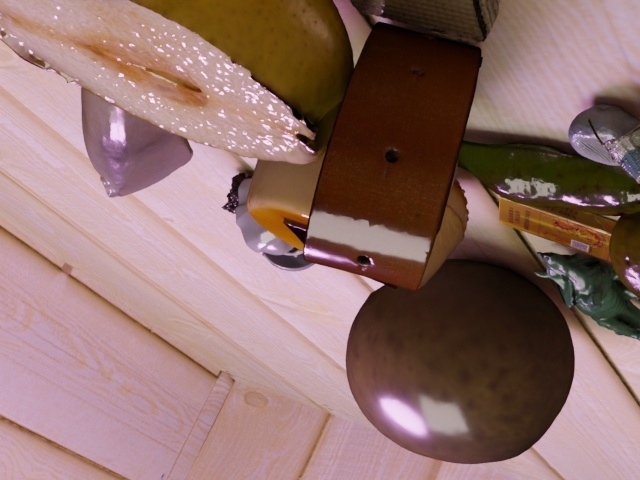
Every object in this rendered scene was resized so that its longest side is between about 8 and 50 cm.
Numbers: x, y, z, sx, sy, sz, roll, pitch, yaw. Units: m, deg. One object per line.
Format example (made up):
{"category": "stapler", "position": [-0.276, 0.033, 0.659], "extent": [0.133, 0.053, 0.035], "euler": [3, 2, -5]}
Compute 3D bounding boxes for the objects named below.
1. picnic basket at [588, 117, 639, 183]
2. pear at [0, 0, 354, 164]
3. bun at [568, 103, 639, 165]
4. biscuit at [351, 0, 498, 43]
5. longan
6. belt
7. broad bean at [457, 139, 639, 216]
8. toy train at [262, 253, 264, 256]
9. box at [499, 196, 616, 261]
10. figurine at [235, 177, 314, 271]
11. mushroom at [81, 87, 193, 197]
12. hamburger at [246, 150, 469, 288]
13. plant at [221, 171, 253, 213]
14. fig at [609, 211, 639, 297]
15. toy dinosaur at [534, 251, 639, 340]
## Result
{"category": "picnic basket", "position": [0.301, -0.097, 0.960], "extent": [0.065, 0.083, 0.083], "euler": [-29, 152, 18]}
{"category": "pear", "position": [-0.138, -0.238, 1.016], "extent": [0.386, 0.191, 0.340], "euler": [24, 167, 5]}
{"category": "bun", "position": [0.292, -0.108, 1.028], "extent": [0.083, 0.045, 0.083], "euler": [26, 166, 7]}
{"category": "biscuit", "position": [0.067, -0.269, 0.875], "extent": [0.147, 0.046, 0.250], "euler": [19, 163, 26]}
{"category": "longan", "position": [0.220, 0.187, 1.590], "extent": [0.361, 0.361, 0.361], "euler": [24, 163, 8]}
{"category": "belt", "position": [0.078, -0.086, 0.974], "extent": [0.122, 0.338, 0.217], "euler": [15, 120, 4]}
{"category": "broad bean", "position": [0.271, -0.070, 1.143], "extent": [0.339, 0.061, 0.077], "euler": [11, 142, 38]}
{"category": "toy train", "position": [-0.052, 0.007, 1.877], "extent": [0.047, 0.043, 0.207], "euler": [29, 163, -19]}
{"category": "box", "position": [0.307, -0.022, 1.305], "extent": [0.156, 0.022, 0.089], "euler": [20, 164, 19]}
{"category": "figurine", "position": [-0.038, -0.033, 1.572], "extent": [0.176, 0.133, 0.236], "euler": [-14, 166, 1]}
{"category": "mushroom", "position": [-0.282, -0.186, 1.466], "extent": [0.407, 0.154, 0.137], "euler": [87, 158, -69]}
{"category": "hamburger", "position": [0.047, -0.062, 1.290], "extent": [0.300, 0.176, 0.300], "euler": [26, 169, 6]}
{"category": "plant", "position": [-0.114, -0.055, 1.734], "extent": [0.085, 0.087, 0.174], "euler": [57, -178, 27]}
{"category": "fig", "position": [0.387, 0.024, 1.157], "extent": [0.133, 0.126, 0.185], "euler": [13, 159, -2]}
{"category": "toy dinosaur", "position": [0.414, 0.091, 1.397], "extent": [0.292, 0.079, 0.120], "euler": [33, 168, -12]}
